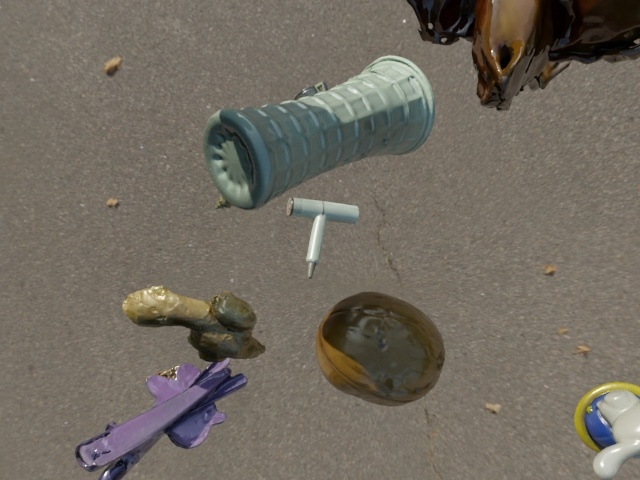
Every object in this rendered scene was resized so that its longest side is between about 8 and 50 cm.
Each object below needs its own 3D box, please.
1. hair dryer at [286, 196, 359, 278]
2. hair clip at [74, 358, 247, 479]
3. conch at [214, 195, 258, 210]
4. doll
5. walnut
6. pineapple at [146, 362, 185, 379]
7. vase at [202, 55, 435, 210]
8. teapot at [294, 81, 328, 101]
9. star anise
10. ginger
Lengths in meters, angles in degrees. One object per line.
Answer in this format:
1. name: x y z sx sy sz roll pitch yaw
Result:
1. hair dryer: 0.008 0.002 0.977 0.154 0.044 0.183 5 68 -17
2. hair clip: -0.243 0.267 0.714 0.137 0.278 0.090 41 124 22
3. conch: -0.210 -0.143 1.402 0.233 0.137 0.114 -8 42 4
4. doll: 0.736 0.396 1.084 0.310 0.242 0.160 -36 63 14
5. walnut: 0.092 0.166 0.714 0.207 0.167 0.168 21 86 -10
6. pineapple: -0.425 0.394 1.348 0.114 0.077 0.114 -43 106 3
7. vase: 0.004 -0.139 0.587 0.298 0.143 0.143 -28 78 -39
8. teapot: -0.014 -0.321 1.071 0.088 0.066 0.057 -32 82 35
9. star anise: 0.210 -0.205 0.419 0.237 0.346 0.148 13 116 34
10. ginger: -0.185 0.129 0.696 0.213 0.133 0.059 6 41 -6
